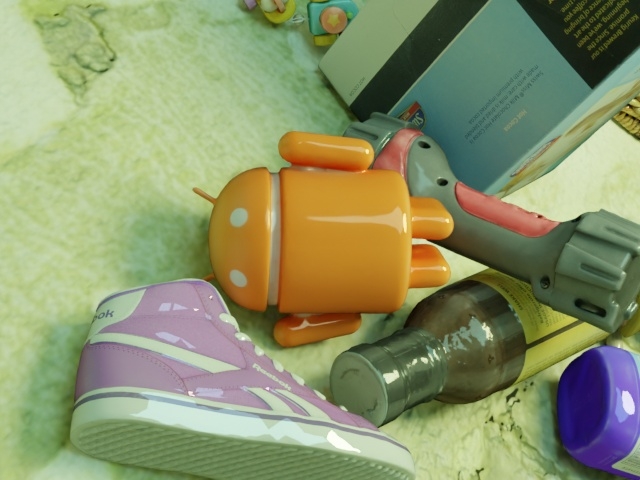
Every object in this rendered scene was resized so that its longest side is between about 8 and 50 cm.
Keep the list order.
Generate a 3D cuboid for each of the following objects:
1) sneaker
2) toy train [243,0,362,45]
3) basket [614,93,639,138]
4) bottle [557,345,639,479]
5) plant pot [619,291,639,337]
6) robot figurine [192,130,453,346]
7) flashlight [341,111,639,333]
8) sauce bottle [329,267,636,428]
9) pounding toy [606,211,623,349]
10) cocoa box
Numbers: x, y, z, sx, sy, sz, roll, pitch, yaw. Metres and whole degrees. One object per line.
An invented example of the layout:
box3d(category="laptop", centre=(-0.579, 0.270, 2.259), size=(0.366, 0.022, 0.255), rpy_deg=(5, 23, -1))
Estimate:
box3d(category="sneaker", centre=(-0.050, 0.111, 0.987), size=(0.282, 0.102, 0.161), rpy_deg=(20, 47, -21))
box3d(category="toy train", centre=(-0.011, -0.272, 1.275), size=(0.166, 0.125, 0.046), rpy_deg=(29, 10, -18))
box3d(category="basket", centre=(0.439, -0.250, 1.581), size=(0.213, 0.223, 0.299), rpy_deg=(8, 47, 12))
box3d(category="bottle", centre=(0.366, 0.192, 1.210), size=(0.283, 0.092, 0.118), rpy_deg=(20, 50, -21))
box3d(category="plant pot", centre=(0.327, 0.035, 1.252), size=(0.081, 0.083, 0.081), rpy_deg=(-28, 71, -11))
box3d(category="robot figurine", centre=(0.000, 0.002, 1.056), size=(0.219, 0.158, 0.128), rpy_deg=(1, 53, -5))
box3d(category="flashlight", centre=(0.154, -0.027, 1.120), size=(0.304, 0.103, 0.103), rpy_deg=(22, 32, 32))
box3d(category="sauce bottle", centre=(0.153, 0.082, 1.134), size=(0.344, 0.111, 0.111), rpy_deg=(-16, 69, -41))
box3d(category="pounding toy", centre=(0.404, 0.052, 1.352), size=(0.236, 0.110, 0.183), rpy_deg=(-4, 69, -2))
box3d(category="cocoa box", centre=(0.212, -0.215, 1.223), size=(0.231, 0.347, 0.228), rpy_deg=(-27, 76, -44))
